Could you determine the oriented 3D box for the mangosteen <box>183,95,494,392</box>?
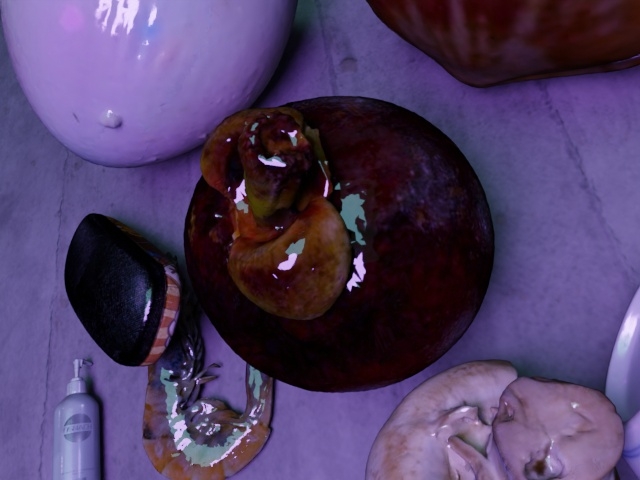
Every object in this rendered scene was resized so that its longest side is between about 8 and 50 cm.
[{"bbox_3d":[0.008,0.007,0.485,0.298,0.293,0.296,6,113,16],"label":"mangosteen"}]

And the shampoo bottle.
[{"bbox_3d":[-0.313,0.246,0.653,0.056,0.056,0.195,-22,62,13],"label":"shampoo bottle"}]

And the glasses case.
[{"bbox_3d":[-0.263,0.051,0.655,0.321,0.082,0.122,24,95,50],"label":"glasses case"}]

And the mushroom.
[{"bbox_3d":[0.125,0.204,0.368,0.189,0.195,0.253,-21,39,-12],"label":"mushroom"}]

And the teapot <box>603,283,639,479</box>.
[{"bbox_3d":[0.352,0.108,0.320,0.280,0.252,0.423,18,53,18],"label":"teapot"}]

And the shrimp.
[{"bbox_3d":[-0.141,0.141,0.632,0.169,0.058,0.295,-12,66,8],"label":"shrimp"}]

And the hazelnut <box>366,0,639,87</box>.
[{"bbox_3d":[0.236,-0.380,0.521,0.430,0.402,0.401,20,77,24],"label":"hazelnut"}]

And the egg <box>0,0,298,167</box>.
[{"bbox_3d":[-0.241,-0.261,0.688,0.355,0.355,0.339,29,102,30],"label":"egg"}]
